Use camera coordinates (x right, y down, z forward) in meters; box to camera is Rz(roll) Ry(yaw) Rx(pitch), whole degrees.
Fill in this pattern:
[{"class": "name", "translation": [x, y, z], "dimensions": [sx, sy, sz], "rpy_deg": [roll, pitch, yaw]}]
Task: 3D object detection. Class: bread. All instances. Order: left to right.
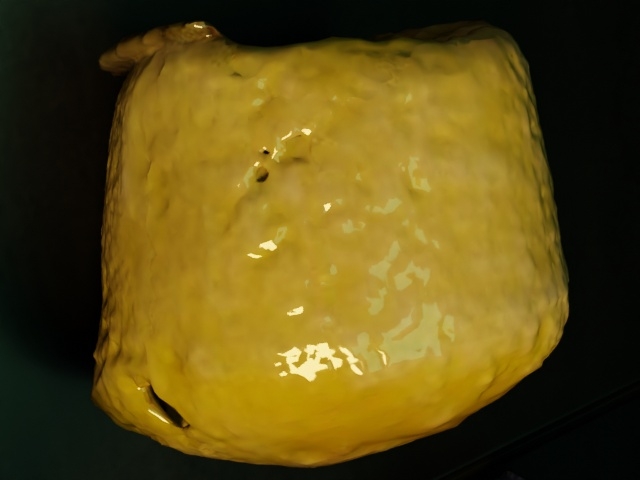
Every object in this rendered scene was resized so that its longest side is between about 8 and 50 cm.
[{"class": "bread", "translation": [-0.001, 0.002, 0.573], "dimensions": [0.197, 0.197, 0.171], "rpy_deg": [-7, 92, -32]}]

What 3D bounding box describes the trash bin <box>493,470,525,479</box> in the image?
[{"class": "trash bin", "translation": [0.058, 0.235, 0.681], "dimensions": [0.234, 0.162, 0.184], "rpy_deg": [-15, 109, -24]}]
